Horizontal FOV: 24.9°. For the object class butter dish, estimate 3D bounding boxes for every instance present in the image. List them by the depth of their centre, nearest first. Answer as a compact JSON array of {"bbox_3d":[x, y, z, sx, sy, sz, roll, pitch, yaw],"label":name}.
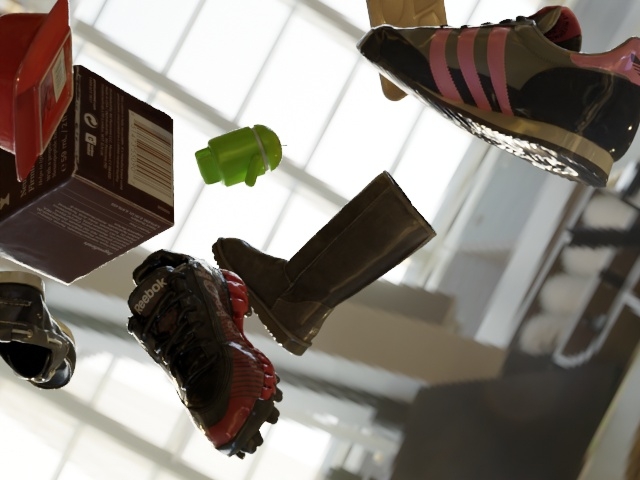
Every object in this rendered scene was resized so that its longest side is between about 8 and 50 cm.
[{"bbox_3d":[-0.338,-0.174,1.559,0.160,0.118,0.160,99,7,-47],"label":"butter dish"}]

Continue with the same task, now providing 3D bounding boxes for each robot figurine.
[{"bbox_3d":[-0.100,-0.109,1.851,0.115,0.067,0.101,-20,-155,-8],"label":"robot figurine"}]

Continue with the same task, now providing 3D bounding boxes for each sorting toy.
[{"bbox_3d":[0.134,-0.345,2.275,0.038,0.208,0.193,4,-152,40],"label":"sorting toy"}]

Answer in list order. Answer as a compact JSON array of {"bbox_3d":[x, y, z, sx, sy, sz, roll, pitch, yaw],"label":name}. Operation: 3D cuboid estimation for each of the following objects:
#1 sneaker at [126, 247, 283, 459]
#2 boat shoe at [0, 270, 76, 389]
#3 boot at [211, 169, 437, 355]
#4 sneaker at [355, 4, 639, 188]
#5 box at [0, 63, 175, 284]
[{"bbox_3d":[-0.120,0.098,1.382,0.097,0.135,0.276,-45,-148,15],"label":"sneaker"},{"bbox_3d":[-0.304,0.112,1.497,0.233,0.084,0.079,85,-1,-64],"label":"boat shoe"},{"bbox_3d":[0.000,0.000,1.584,0.208,0.189,0.076,-49,154,13],"label":"boot"},{"bbox_3d":[0.165,-0.155,1.294,0.319,0.112,0.131,32,-88,43],"label":"sneaker"},{"bbox_3d":[-0.306,-0.077,1.791,0.203,0.167,0.168,-27,-127,32],"label":"box"}]
